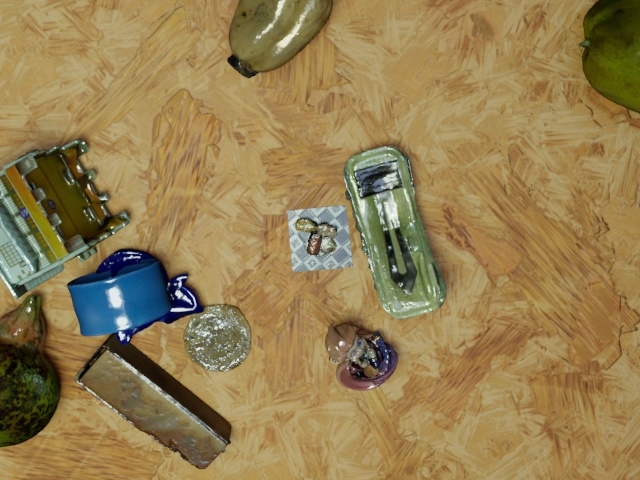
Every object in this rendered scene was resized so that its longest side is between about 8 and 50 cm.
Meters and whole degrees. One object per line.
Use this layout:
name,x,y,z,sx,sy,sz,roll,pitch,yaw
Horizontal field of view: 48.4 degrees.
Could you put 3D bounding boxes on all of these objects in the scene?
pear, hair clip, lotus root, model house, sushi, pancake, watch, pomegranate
pear,0.625,-0.340,1.259,0.321,0.269,0.269,11,98,13
hair clip,0.139,-0.013,1.358,0.138,0.091,0.321,-15,88,7
lotus root,-0.072,-0.406,1.259,0.154,0.140,0.257,36,105,-21
model house,-0.498,-0.047,1.256,0.215,0.198,0.224,-26,100,13
sushi,0.000,0.000,1.379,0.120,0.026,0.126,-6,99,-3
pancake,-0.203,0.192,1.397,0.139,0.022,0.140,0,98,-3
watch,-0.344,0.102,1.289,0.196,0.200,0.171,-22,96,4
pomegranate,-0.591,0.238,1.306,0.204,0.222,0.277,-15,67,6

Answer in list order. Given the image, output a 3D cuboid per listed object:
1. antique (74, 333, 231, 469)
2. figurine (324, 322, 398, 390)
antique,-0.315,0.315,1.377,0.310,0.087,0.093,40,96,-9
figurine,0.061,0.216,1.369,0.157,0.114,0.126,35,79,-23
